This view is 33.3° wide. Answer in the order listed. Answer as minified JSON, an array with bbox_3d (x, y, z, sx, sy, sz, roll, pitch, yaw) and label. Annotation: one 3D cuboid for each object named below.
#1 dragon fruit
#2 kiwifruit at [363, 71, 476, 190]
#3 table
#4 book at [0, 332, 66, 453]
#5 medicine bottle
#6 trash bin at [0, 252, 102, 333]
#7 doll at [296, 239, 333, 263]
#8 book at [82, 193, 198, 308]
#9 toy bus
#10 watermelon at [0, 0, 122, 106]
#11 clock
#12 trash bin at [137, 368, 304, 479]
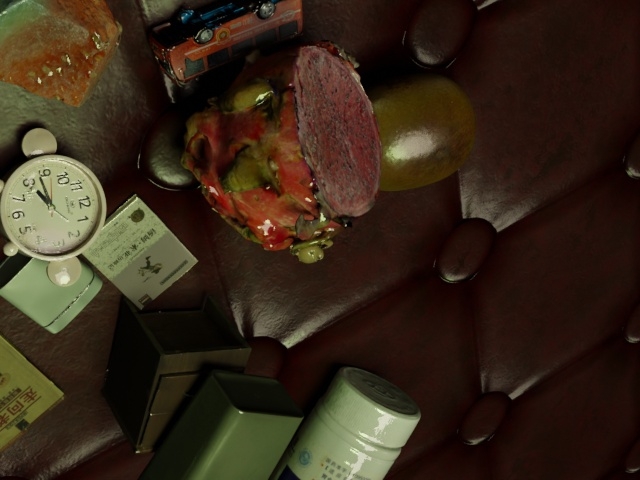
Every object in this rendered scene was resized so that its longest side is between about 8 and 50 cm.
[{"bbox_3d":[-0.084,-0.131,1.600,0.314,0.263,0.296,-45,118,-58],"label":"dragon fruit"},{"bbox_3d":[0.138,-0.179,1.777,0.234,0.196,0.196,-10,123,-23],"label":"kiwifruit"},{"bbox_3d":[-0.237,0.218,1.760,0.169,0.172,0.193,-1,122,-35],"label":"table"},{"bbox_3d":[-0.525,0.234,1.673,0.161,0.026,0.231,-40,134,-8],"label":"book"},{"bbox_3d":[0.035,0.423,2.082,0.190,0.190,0.332,24,102,-42],"label":"medicine bottle"},{"bbox_3d":[-0.415,0.063,1.622,0.116,0.059,0.130,-47,133,-4],"label":"trash bin"},{"bbox_3d":[-0.006,-0.002,1.897,0.061,0.051,0.093,49,56,-43],"label":"doll"},{"bbox_3d":[-0.291,0.022,1.714,0.127,0.014,0.181,-41,134,-5],"label":"book"},{"bbox_3d":[-0.136,-0.309,1.580,0.235,0.073,0.096,-28,137,-20],"label":"toy bus"},{"bbox_3d":[-0.355,-0.272,1.429,0.193,0.140,0.257,-41,142,4],"label":"watermelon"},{"bbox_3d":[-0.391,-0.046,1.536,0.156,0.063,0.229,-15,97,-26],"label":"clock"},{"bbox_3d":[-0.154,0.336,1.706,0.164,0.122,0.240,16,113,-43],"label":"trash bin"}]
